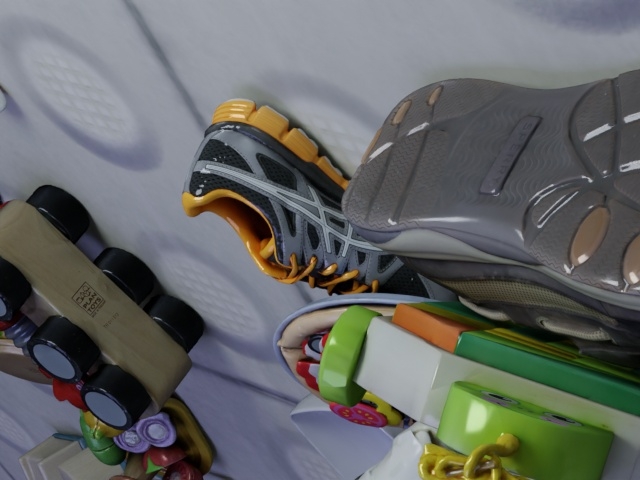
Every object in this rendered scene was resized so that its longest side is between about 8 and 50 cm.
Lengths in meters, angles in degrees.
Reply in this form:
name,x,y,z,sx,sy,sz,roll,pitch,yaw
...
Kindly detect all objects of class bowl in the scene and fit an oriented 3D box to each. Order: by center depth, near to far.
name,x,y,z,sx,sy,sz,roll,pitch,yaw
bowl,0.058,0.165,1.411,0.142,0.053,0.142,47,156,-20

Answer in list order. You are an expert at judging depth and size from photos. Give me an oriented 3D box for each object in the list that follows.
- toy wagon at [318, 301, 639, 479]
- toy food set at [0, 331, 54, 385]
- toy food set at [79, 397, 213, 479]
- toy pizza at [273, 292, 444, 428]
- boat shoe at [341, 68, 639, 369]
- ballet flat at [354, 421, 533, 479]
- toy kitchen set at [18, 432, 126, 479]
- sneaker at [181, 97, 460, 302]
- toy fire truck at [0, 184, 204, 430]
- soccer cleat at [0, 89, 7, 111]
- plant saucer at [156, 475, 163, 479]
name,x,y,z,sx,sy,sz,roll,pitch,yaw
toy wagon,0.136,0.094,0.937,0.267,0.068,0.344,18,-177,18
toy food set,-0.294,0.117,1.820,0.192,0.038,0.132,15,160,-7
toy food set,-0.183,0.225,1.796,0.128,0.071,0.218,1,137,30
toy pizza,0.064,0.096,1.193,0.201,0.032,0.201,10,151,6
boat shoe,0.162,-0.006,0.896,0.130,0.132,0.355,41,166,-33
ballet flat,0.112,0.158,1.161,0.280,0.095,0.096,-8,100,17
toy kitchen set,-0.244,0.327,2.100,0.166,0.122,0.207,-2,114,57
sneaker,0.000,0.000,1.159,0.215,0.083,0.084,36,154,-3
toy fire truck,-0.244,0.070,1.590,0.217,0.158,0.246,44,146,-13
soccer cleat,-0.285,-0.134,1.396,0.083,0.029,0.035,45,160,-2
plant saucer,-0.193,0.219,1.902,0.119,0.021,0.119,32,155,17
